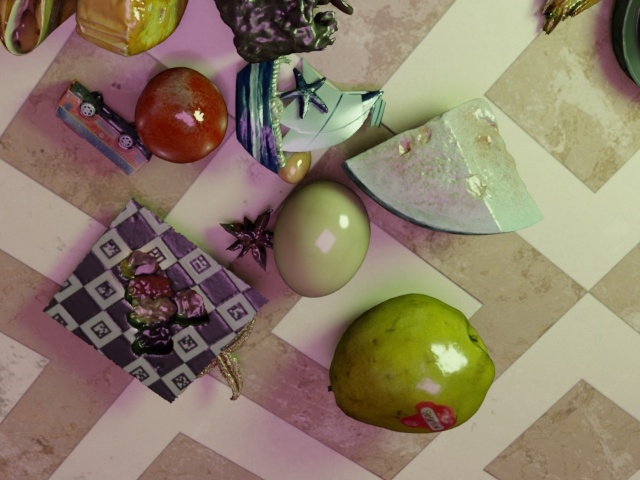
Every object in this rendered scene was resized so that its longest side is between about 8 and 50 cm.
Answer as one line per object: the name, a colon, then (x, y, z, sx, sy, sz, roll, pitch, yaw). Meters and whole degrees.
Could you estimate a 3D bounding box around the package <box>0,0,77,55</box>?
package: (-0.401, -0.432, 1.175, 0.164, 0.311, 0.221, -15, 115, 4)

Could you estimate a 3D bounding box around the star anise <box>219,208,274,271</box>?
star anise: (-0.130, 0.006, 1.555, 0.124, 0.056, 0.129, -15, 116, 1)

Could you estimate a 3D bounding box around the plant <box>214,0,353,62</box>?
plant: (-0.053, -0.405, 1.299, 0.233, 0.204, 0.178, -18, 114, 11)

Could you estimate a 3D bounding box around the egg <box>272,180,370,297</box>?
egg: (0.000, 0.000, 1.495, 0.185, 0.186, 0.242, 11, 124, -11)

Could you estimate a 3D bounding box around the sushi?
sushi: (-0.333, 0.122, 1.586, 0.339, 0.069, 0.320, 38, 104, -13)

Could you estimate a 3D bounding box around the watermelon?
watermelon: (0.239, -0.145, 1.446, 0.387, 0.228, 0.258, 17, 104, -4)

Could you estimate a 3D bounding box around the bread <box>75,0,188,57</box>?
bread: (-0.290, -0.387, 1.230, 0.119, 0.288, 0.153, 15, 113, -2)

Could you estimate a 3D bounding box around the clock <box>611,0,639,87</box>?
clock: (0.696, -0.413, 1.427, 0.324, 0.067, 0.325, -4, 117, -7)

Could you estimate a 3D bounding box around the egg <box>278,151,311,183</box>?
egg: (-0.053, -0.147, 1.476, 0.071, 0.083, 0.071, 6, 141, 5)

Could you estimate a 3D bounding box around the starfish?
starfish: (-0.229, 0.237, 1.658, 0.227, 0.043, 0.241, -18, 102, 16)

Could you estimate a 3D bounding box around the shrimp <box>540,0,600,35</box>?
shrimp: (0.480, -0.461, 1.401, 0.115, 0.051, 0.217, 30, 107, -20)

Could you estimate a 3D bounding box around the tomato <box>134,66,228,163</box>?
tomato: (-0.245, -0.225, 1.376, 0.167, 0.167, 0.167, -2, 116, -5)

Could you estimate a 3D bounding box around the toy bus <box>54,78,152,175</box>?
toy bus: (-0.396, -0.205, 1.424, 0.077, 0.065, 0.192, -40, 113, 21)

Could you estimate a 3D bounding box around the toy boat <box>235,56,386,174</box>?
toy boat: (-0.029, -0.259, 1.425, 0.291, 0.070, 0.210, -26, 98, -12)

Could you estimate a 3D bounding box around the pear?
pear: (0.168, 0.262, 1.601, 0.375, 0.287, 0.287, -22, 117, 27)
